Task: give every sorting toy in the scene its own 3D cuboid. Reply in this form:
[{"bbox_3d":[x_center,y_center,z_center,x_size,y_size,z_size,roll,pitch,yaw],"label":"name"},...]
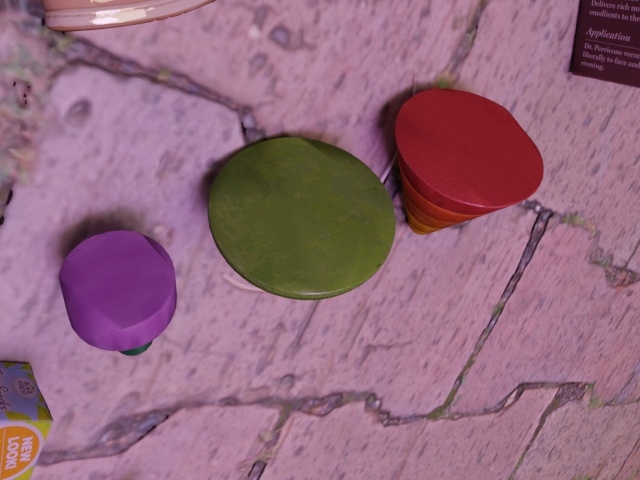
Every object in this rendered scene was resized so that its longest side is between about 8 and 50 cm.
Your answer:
[{"bbox_3d":[0.000,0.000,0.439,0.366,0.127,0.126,-23,156,-23],"label":"sorting toy"}]

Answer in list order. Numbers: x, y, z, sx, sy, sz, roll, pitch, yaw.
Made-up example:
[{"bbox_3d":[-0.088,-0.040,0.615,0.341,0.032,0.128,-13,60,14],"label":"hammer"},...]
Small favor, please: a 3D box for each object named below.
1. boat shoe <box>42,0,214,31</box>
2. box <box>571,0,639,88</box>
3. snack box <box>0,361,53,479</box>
[{"bbox_3d":[-0.072,-0.158,0.302,0.170,0.063,0.059,-35,129,-30],"label":"boat shoe"},{"bbox_3d":[0.360,-0.249,0.512,0.167,0.168,0.203,-23,127,-26],"label":"box"},{"bbox_3d":[-0.279,0.148,0.300,0.207,0.070,0.174,15,104,-44],"label":"snack box"}]
